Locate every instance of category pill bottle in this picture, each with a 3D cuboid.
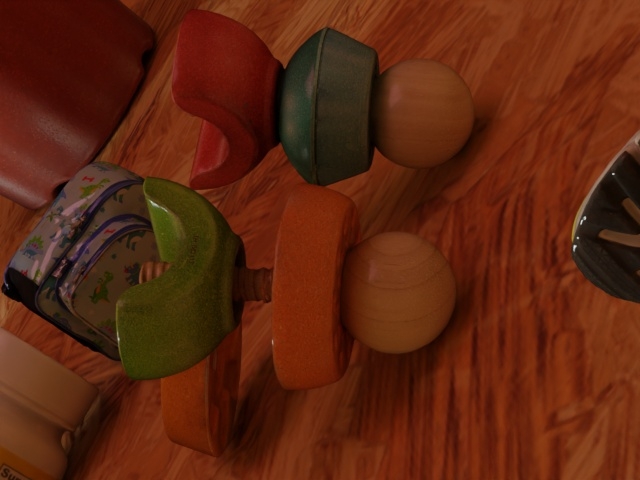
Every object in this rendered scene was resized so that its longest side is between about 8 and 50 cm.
[{"bbox_3d":[-0.240,0.160,1.287,0.208,0.119,0.119,-59,21,-8],"label":"pill bottle"}]

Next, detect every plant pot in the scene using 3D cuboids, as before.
[{"bbox_3d":[-0.308,-0.178,1.732,0.272,0.265,0.272,-46,23,26],"label":"plant pot"}]

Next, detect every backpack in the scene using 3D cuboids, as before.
[{"bbox_3d":[-0.135,0.014,1.303,0.084,0.105,0.114,22,77,46],"label":"backpack"}]

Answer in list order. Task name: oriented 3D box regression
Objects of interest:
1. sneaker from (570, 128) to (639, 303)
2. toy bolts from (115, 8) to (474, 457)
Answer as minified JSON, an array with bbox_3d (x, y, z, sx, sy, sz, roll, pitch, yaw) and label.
[{"bbox_3d":[0.179,-0.058,0.761,0.208,0.081,0.094,-43,16,14],"label":"sneaker"},{"bbox_3d":[0.000,0.000,1.049,0.218,0.158,0.228,81,-166,-57],"label":"toy bolts"}]
